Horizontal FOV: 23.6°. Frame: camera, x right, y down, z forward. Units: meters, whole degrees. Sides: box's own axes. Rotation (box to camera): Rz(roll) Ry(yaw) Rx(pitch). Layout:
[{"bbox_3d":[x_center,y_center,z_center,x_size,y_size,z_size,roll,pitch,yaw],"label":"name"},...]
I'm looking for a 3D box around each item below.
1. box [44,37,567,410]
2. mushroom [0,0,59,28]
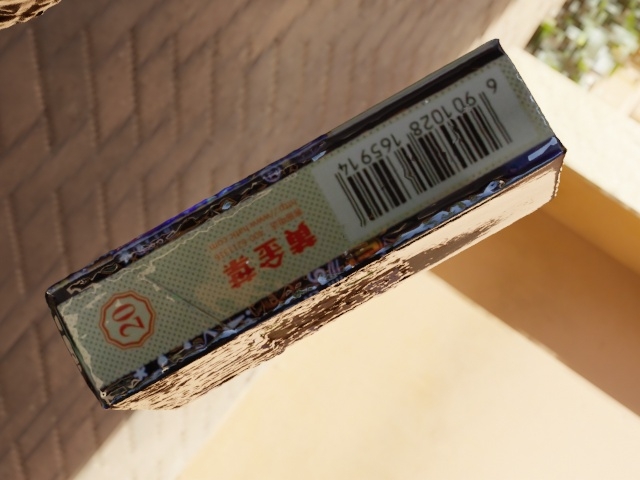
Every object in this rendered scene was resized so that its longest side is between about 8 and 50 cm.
[{"bbox_3d":[0.000,0.000,0.969,0.310,0.084,0.198,-29,171,3],"label":"box"},{"bbox_3d":[-0.325,-0.260,1.328,0.297,0.163,0.278,-19,164,9],"label":"mushroom"}]
